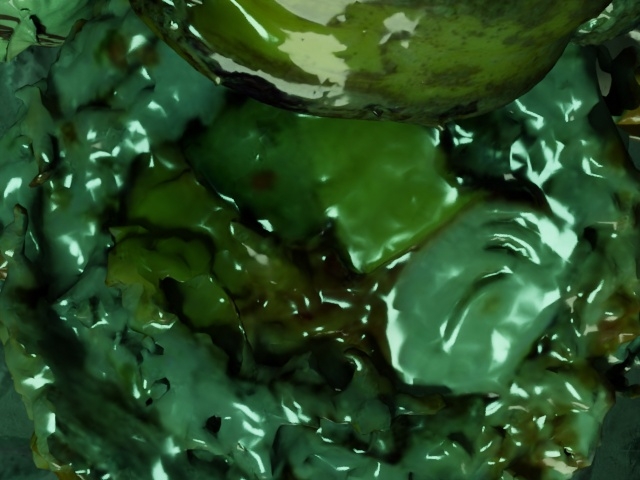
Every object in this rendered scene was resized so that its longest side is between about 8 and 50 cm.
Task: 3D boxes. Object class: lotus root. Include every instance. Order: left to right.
[{"bbox_3d":[0.023,-0.099,0.440,0.209,0.120,0.120,2,-172,-28],"label":"lotus root"}]

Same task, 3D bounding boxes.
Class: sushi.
[{"bbox_3d":[0.001,-0.005,0.797,0.417,0.418,0.176,7,-176,8],"label":"sushi"}]

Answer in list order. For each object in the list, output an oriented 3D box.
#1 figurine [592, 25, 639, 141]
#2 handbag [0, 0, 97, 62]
[{"bbox_3d":[0.172,-0.124,1.017,0.332,0.185,0.204,5,151,-44],"label":"figurine"},{"bbox_3d":[-0.210,-0.176,0.886,0.212,0.127,0.235,5,175,5],"label":"handbag"}]
